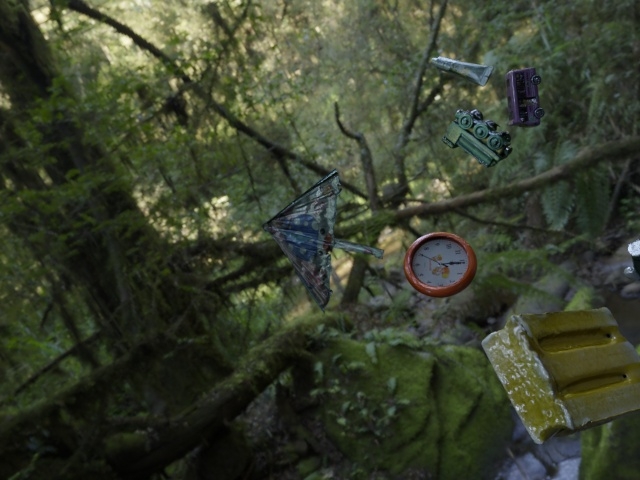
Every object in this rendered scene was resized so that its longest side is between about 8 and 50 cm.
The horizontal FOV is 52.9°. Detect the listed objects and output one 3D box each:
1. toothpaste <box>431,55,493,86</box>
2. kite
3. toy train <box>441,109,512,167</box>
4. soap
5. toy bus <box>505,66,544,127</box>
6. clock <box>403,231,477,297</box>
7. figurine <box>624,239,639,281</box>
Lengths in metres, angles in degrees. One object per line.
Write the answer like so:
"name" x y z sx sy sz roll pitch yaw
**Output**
"toothpaste" 0.327 -0.405 1.516 0.204 0.031 0.049 40 107 52
"kite" 0.000 0.000 1.716 0.369 0.406 0.014 14 20 25
"toy train" 0.392 -0.250 1.596 0.071 0.170 0.111 -26 -28 -45
"soap" 0.432 0.220 1.091 0.315 0.199 0.091 2 -35 -41
"toy bus" 0.622 -0.435 1.977 0.098 0.178 0.087 -7 4 0
"clock" 0.338 0.068 1.820 0.205 0.205 0.051 -30 -32 -4
"figurine" 0.612 0.070 1.116 0.147 0.192 0.126 -39 22 18
